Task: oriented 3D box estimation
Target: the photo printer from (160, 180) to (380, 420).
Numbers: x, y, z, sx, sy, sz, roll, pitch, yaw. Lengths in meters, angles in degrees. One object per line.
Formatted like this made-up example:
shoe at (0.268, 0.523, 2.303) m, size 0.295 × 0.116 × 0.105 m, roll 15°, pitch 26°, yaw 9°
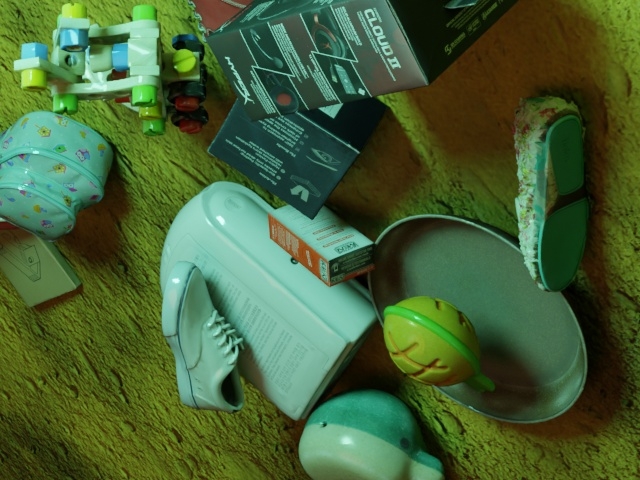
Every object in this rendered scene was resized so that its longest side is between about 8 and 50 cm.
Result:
photo printer at (-0.084, 0.076, 2.042) m, size 0.307 × 0.107 × 0.256 m, roll 40°, pitch 143°, yaw 10°

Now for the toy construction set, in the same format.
toy construction set at (-0.248, -0.204, 1.847) m, size 0.327 × 0.215 × 0.151 m, roll -135°, pitch 43°, yaw -85°

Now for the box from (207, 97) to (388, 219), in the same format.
box at (-0.029, -0.133, 1.791) m, size 0.156 × 0.093 × 0.158 m, roll 34°, pitch 142°, yaw -3°

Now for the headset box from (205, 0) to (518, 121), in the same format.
headset box at (0.062, -0.237, 1.529) m, size 0.293 × 0.218 × 0.110 m, roll -7°, pitch 120°, yaw 46°

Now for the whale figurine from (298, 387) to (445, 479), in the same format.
whale figurine at (0.097, 0.303, 2.083) m, size 0.216 × 0.141 × 0.272 m, roll -9°, pitch 141°, yaw 48°

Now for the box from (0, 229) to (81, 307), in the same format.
box at (-0.491, 0.010, 2.444) m, size 0.164 × 0.021 × 0.201 m, roll -19°, pitch 108°, yaw 50°

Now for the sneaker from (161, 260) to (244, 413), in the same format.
sneaker at (-0.148, 0.130, 2.006) m, size 0.091 × 0.094 × 0.258 m, roll 9°, pitch 136°, yaw 17°

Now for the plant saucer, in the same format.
plant saucer at (0.197, 0.088, 1.833) m, size 0.310 × 0.050 × 0.310 m, roll 25°, pitch 137°, yaw 25°

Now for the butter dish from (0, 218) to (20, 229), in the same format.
butter dish at (-0.529, -0.104, 2.308) m, size 0.160 × 0.118 × 0.160 m, roll 0°, pitch 126°, yaw -5°

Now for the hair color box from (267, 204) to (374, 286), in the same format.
hair color box at (0.000, 0.000, 1.885) m, size 0.141 × 0.072 × 0.043 m, roll 39°, pitch 141°, yaw 47°

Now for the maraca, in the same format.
maraca at (0.143, 0.132, 1.812) m, size 0.127 × 0.099 × 0.185 m, roll 24°, pitch 163°, yaw 43°

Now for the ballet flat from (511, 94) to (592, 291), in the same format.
ballet flat at (0.249, -0.057, 1.640) m, size 0.077 × 0.091 × 0.241 m, roll 41°, pitch 143°, yaw 47°

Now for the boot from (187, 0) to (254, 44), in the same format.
boot at (-0.160, -0.309, 1.790) m, size 0.244 × 0.088 × 0.176 m, roll 27°, pitch 140°, yaw 19°

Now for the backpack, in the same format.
backpack at (-0.392, -0.095, 2.146) m, size 0.166 × 0.144 × 0.188 m, roll 31°, pitch 139°, yaw -24°
